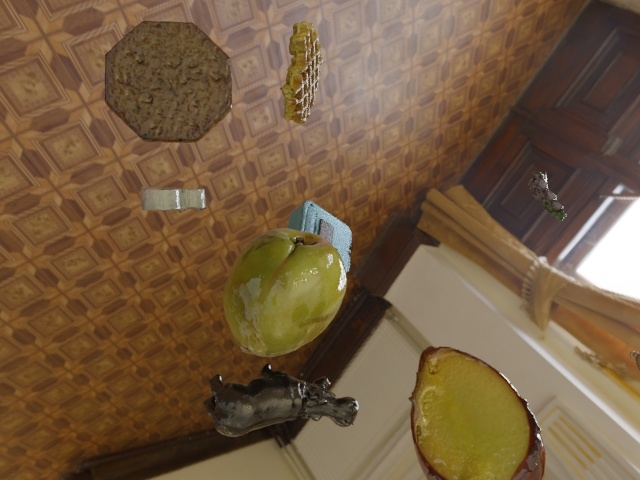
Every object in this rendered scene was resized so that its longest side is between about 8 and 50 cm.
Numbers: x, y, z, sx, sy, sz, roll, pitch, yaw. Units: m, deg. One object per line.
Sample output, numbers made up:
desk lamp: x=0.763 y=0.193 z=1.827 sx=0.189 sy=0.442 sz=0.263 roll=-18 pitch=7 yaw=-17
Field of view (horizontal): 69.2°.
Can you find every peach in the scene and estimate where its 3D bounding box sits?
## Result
peach: x=0.323 y=0.413 z=1.018 sx=0.257 sy=0.362 sz=0.201 roll=-24 pitch=136 yaw=-1
peach: x=-0.096 y=0.124 z=1.157 sx=0.314 sy=0.281 sz=0.316 roll=-25 pitch=144 yaw=-54

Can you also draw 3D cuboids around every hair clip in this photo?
hair clip: x=0.691 y=-0.138 z=1.411 sx=0.052 sy=0.124 sz=0.195 roll=-37 pitch=115 yaw=10

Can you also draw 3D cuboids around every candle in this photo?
candle: x=-0.425 y=-0.114 z=1.295 sx=0.192 sy=0.168 sz=0.068 roll=-8 pitch=100 yaw=-56

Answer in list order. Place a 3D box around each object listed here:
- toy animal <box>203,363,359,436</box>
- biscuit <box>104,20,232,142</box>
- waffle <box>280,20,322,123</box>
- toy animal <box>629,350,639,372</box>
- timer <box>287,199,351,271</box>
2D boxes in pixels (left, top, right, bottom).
toy animal: x=-0.088 y=0.362 z=1.070 sx=0.343 sy=0.168 sz=0.106 roll=5 pitch=108 yaw=-23
biscuit: x=-0.416 y=-0.436 z=1.283 sx=0.359 sy=0.359 sz=0.046 roll=-37 pitch=-178 yaw=-9
waffle: x=-0.052 y=-0.450 z=1.276 sx=0.249 sy=0.056 sz=0.253 roll=58 pitch=47 yaw=-73
toy animal: x=0.632 y=0.217 z=0.869 sx=0.081 sy=0.114 sz=0.091 roll=0 pitch=134 yaw=7
timer: x=0.000 y=0.000 z=1.724 sx=0.250 sy=0.232 sz=0.091 roll=30 pitch=135 yaw=-24
